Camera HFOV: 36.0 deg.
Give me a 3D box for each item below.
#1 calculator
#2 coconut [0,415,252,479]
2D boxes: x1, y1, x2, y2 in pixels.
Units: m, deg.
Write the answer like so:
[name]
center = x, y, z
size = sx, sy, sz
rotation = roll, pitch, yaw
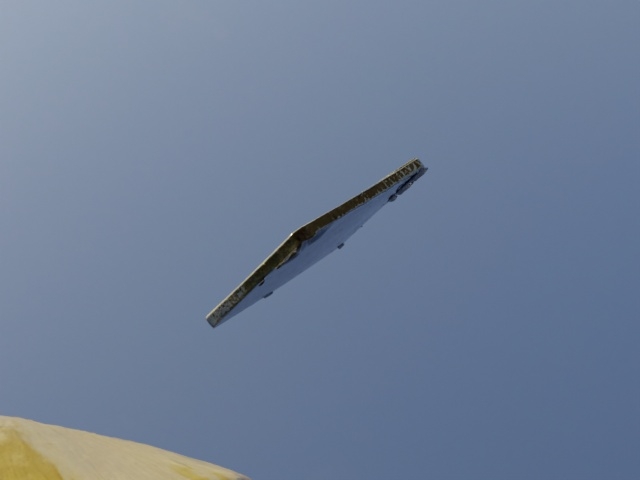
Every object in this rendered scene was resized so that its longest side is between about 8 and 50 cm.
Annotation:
[calculator]
center = 0.000, 0.000, 0.980
size = 0.021, 0.161, 0.262
rotation = 51, -145, 5
[coconut]
center = -0.198, 0.312, 0.708
size = 0.415, 0.344, 0.415
rotation = 7, -112, -18
